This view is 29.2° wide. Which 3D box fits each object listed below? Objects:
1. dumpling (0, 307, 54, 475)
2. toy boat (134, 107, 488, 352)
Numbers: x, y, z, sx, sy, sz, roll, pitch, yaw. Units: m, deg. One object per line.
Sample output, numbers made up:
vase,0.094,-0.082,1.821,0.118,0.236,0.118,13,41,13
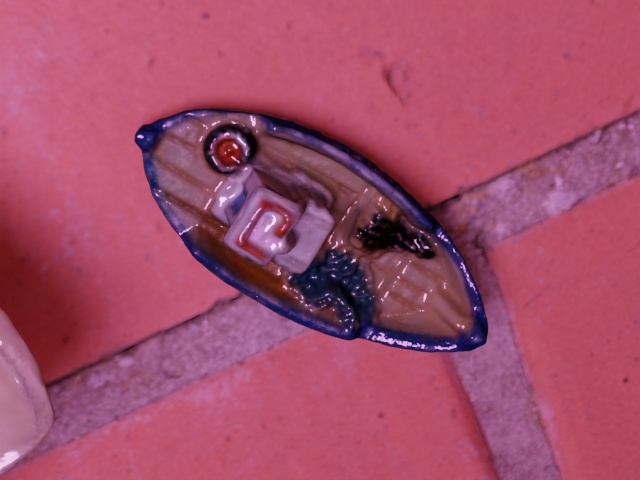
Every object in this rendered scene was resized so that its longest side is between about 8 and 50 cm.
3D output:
dumpling,-0.355,0.084,0.689,0.395,0.233,0.315,-30,88,13
toy boat,0.000,0.000,0.777,0.262,0.115,0.114,28,103,-26
